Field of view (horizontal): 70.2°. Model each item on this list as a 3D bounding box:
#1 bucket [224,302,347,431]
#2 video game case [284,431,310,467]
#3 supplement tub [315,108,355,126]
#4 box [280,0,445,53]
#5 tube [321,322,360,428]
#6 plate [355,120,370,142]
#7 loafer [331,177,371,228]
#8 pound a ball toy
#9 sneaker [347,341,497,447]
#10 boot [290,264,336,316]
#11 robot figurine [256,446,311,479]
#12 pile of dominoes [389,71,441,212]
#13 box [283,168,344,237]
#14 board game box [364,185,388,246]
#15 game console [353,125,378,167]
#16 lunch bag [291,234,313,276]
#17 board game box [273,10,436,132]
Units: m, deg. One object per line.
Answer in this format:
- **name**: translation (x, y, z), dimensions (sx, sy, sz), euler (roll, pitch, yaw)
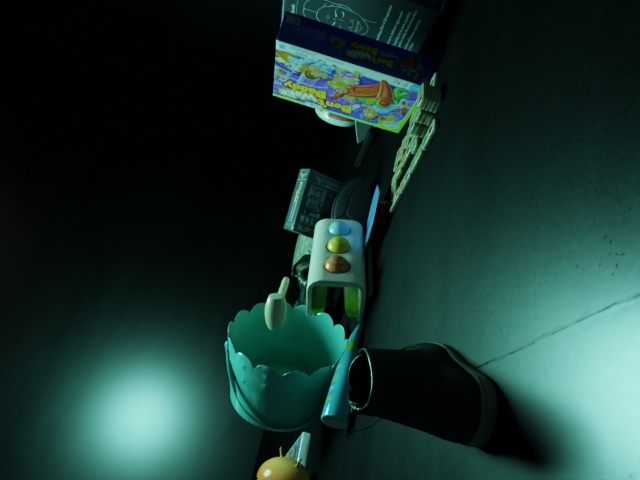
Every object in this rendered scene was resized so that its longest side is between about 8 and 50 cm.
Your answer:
- **bucket**: translation (-0.085, 0.290, 1.064), dimensions (0.281, 0.281, 0.183), euler (-84, 2, -67)
- **video game case**: translation (-0.085, 0.663, 1.235), dimensions (0.285, 0.025, 0.204), euler (111, 174, -50)
- **supplement tub**: translation (0.097, -0.593, 1.731), dimensions (0.191, 0.191, 0.272), euler (-79, 6, -51)
- **box**: translation (0.111, -0.664, 1.215), dimensions (0.293, 0.395, 0.212), euler (130, 156, -78)
- **tube**: translation (0.050, 0.264, 0.906), dimensions (0.207, 0.052, 0.080), euler (-70, 8, -45)
- **plate**: translation (0.157, -0.493, 1.477), dimensions (0.278, 0.045, 0.277), euler (63, -142, -76)
- **loafer**: translation (0.075, -0.032, 1.292), dimensions (0.095, 0.109, 0.303), euler (106, 175, -67)
- **pound a ball toy**: translation (-0.001, 0.062, 1.045), dimensions (0.319, 0.208, 0.136), euler (-82, -4, -60)
- **sneaker**: translation (0.081, 0.138, 0.480), dimensions (0.222, 0.118, 0.083), euler (134, 152, -80)
- **boot**: translation (-0.031, 0.189, 1.408), dimensions (0.348, 0.131, 0.260), euler (-131, 44, -72)
- **robot figurine**: translation (-0.090, 0.575, 0.986), dimensions (0.158, 0.128, 0.220), euler (71, -149, -72)
- **pile of dominoes**: translation (0.185, -0.212, 0.968), dimensions (0.251, 0.040, 0.196), euler (112, 173, -46)
- **box**: translation (0.022, -0.087, 1.342), dimensions (0.059, 0.232, 0.184), euler (11, 84, 55)
- **board game box**: translation (0.136, -0.056, 1.076), dimensions (0.169, 0.033, 0.133), euler (-71, -6, -75)
- **game console**: translation (0.210, -0.512, 1.716), dimensions (0.387, 0.060, 0.342), euler (112, 167, -57)
- **lunch bag**: translation (0.000, 0.000, 1.663), dimensions (0.287, 0.168, 0.235), euler (105, 179, -67)
- **board game box**: translation (0.066, -0.387, 1.089), dimensions (0.233, 0.347, 0.078), euler (123, 162, -76)
